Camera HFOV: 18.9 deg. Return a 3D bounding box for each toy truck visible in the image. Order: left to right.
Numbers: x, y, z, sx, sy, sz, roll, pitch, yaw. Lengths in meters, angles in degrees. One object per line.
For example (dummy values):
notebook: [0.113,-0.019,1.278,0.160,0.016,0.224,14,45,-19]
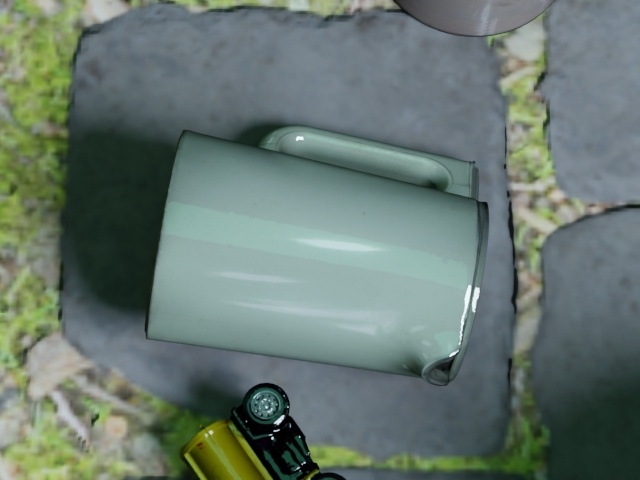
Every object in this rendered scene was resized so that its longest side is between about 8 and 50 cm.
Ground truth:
toy truck: [-0.021,0.114,0.877,0.054,0.049,0.083,-34,76,-12]

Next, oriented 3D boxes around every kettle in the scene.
kettle: [-0.001,0.006,0.900,0.148,0.127,0.098,10,104,-3]

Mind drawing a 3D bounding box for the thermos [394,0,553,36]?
thermos: [0.077,-0.197,0.908,0.105,0.193,0.137,-14,73,-7]
